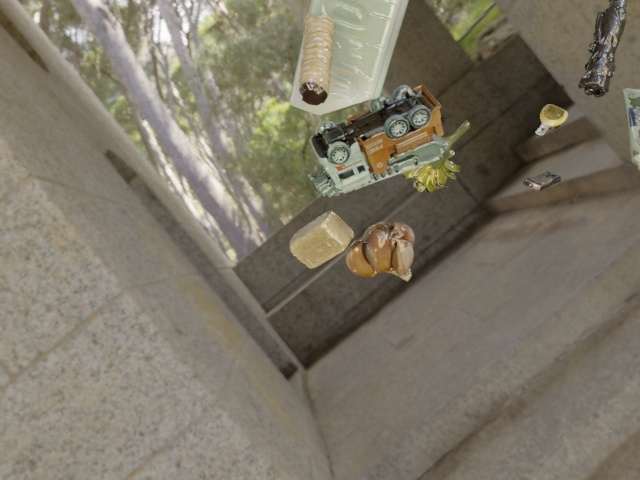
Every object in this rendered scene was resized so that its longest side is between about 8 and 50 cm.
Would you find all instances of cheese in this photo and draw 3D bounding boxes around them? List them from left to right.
[{"bbox_3d":[0.778,-0.406,2.188,0.162,0.086,0.036,-46,-21,-31],"label":"cheese"}]

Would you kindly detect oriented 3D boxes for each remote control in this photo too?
[{"bbox_3d":[0.664,-0.178,1.911,0.212,0.059,0.028,-18,-46,-53],"label":"remote control"}]

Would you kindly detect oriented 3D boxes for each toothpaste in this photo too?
[{"bbox_3d":[0.715,-0.253,1.441,0.038,0.060,0.233,106,175,-62],"label":"toothpaste"}]

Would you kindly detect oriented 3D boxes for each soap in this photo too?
[{"bbox_3d":[0.054,-0.388,1.273,0.095,0.173,0.289,-48,-22,-59],"label":"soap"}]

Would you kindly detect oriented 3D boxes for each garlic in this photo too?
[{"bbox_3d":[0.195,0.022,2.030,0.214,0.191,0.160,3,37,21],"label":"garlic"}]

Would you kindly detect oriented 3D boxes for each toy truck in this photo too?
[{"bbox_3d":[0.126,-0.217,1.522,0.338,0.184,0.133,-25,39,2],"label":"toy truck"}]

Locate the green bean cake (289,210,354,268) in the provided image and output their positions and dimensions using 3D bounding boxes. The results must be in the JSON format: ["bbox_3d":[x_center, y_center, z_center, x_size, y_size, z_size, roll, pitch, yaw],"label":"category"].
[{"bbox_3d":[0.000,0.000,1.857,0.179,0.109,0.085,-31,19,42],"label":"green bean cake"}]

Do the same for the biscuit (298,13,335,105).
[{"bbox_3d":[-0.008,-0.330,1.141,0.055,0.061,0.219,119,162,-51],"label":"biscuit"}]

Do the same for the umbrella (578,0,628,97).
[{"bbox_3d":[0.604,-0.420,1.348,0.059,0.066,0.235,11,81,50],"label":"umbrella"}]

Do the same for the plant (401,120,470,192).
[{"bbox_3d":[0.430,-0.305,2.371,0.297,0.261,0.306,-1,26,32],"label":"plant"}]
